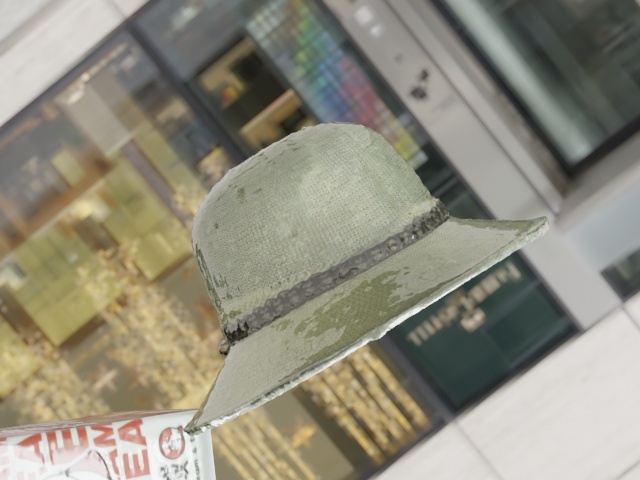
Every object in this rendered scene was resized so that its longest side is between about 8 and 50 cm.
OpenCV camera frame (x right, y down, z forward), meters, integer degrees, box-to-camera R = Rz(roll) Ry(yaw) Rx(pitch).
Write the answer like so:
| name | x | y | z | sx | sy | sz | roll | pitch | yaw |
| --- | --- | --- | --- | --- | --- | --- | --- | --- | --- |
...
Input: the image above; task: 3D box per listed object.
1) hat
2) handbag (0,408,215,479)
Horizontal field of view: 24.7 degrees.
| name | x | y | z | sx | sy | sz | roll | pitch | yaw |
| --- | --- | --- | --- | --- | --- | --- | --- | --- | --- |
| hat | 0.000 | 0.000 | 0.895 | 0.257 | 0.130 | 0.257 | -29 | 179 | -1 |
| handbag | -0.219 | 0.215 | 1.031 | 0.298 | 0.171 | 0.151 | -4 | 175 | -43 |
